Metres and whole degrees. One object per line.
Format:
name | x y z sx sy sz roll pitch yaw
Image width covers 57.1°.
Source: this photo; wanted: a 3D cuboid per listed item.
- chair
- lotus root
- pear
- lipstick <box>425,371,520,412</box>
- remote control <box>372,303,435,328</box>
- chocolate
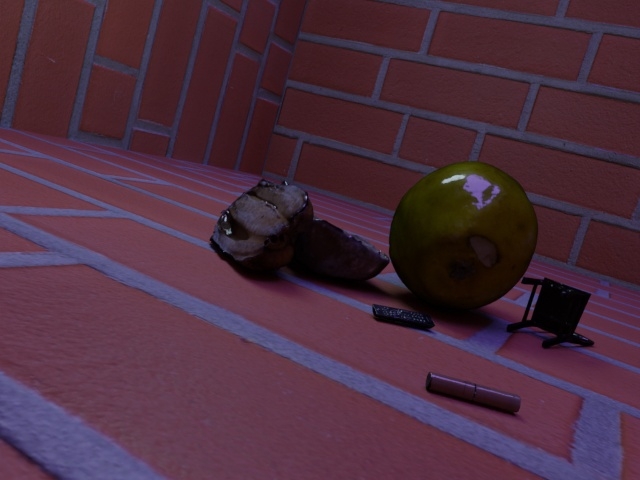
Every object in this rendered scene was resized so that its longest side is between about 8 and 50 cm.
chair | 0.421 0.125 1.022 0.213 0.101 0.084 7 13 -43
lotus root | -0.097 -0.021 0.996 0.078 0.167 0.329 51 -6 -22
pear | 0.250 -0.008 1.040 0.269 0.268 0.321 17 33 10
lipstick | 0.153 0.152 0.591 0.094 0.018 0.019 15 8 -1
remote control | 0.116 0.110 0.834 0.091 0.016 0.034 13 24 -15
chocolate | 0.000 0.000 1.084 0.185 0.100 0.303 25 7 -22
